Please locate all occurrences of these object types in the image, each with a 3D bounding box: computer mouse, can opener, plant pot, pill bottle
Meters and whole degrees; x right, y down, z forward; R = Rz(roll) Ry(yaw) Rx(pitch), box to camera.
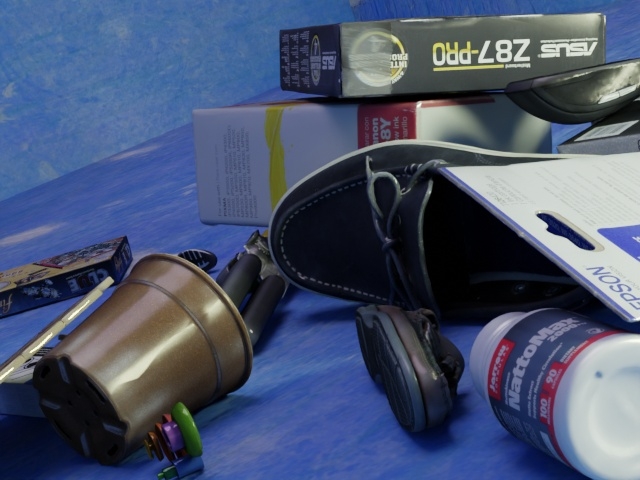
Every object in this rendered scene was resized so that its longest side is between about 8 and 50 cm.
[{"bbox_3d":[0.341,-0.165,1.495,0.262,0.060,0.184,-14,7,-23],"label":"computer mouse"},{"bbox_3d":[-0.093,0.070,1.679,0.095,0.076,0.283,-46,6,23],"label":"can opener"},{"bbox_3d":[-0.181,0.125,1.377,0.167,0.167,0.165,-5,26,44],"label":"plant pot"},{"bbox_3d":[0.184,0.108,1.047,0.108,0.108,0.180,-21,13,-16],"label":"pill bottle"}]

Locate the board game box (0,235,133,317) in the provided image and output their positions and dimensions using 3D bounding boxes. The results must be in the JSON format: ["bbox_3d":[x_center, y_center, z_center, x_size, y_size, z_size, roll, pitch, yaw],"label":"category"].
[{"bbox_3d":[-0.425,0.062,2.200,0.243,0.042,0.165,-16,13,5],"label":"board game box"}]

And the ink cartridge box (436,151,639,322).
[{"bbox_3d":[0.294,0.005,1.138,0.307,0.072,0.303,-9,26,-20],"label":"ink cartridge box"}]

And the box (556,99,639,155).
[{"bbox_3d":[0.401,-0.072,1.455,0.247,0.142,0.163,-7,17,46],"label":"box"}]

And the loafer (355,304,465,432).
[{"bbox_3d":[0.090,0.099,1.258,0.084,0.096,0.267,-12,10,-6],"label":"loafer"}]

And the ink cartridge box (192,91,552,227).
[{"bbox_3d":[0.062,-0.104,1.785,0.384,0.161,0.279,3,10,42],"label":"ink cartridge box"}]

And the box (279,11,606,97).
[{"bbox_3d":[0.135,-0.232,1.745,0.318,0.097,0.395,-2,7,-12],"label":"box"}]

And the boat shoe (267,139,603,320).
[{"bbox_3d":[0.124,-0.006,1.455,0.500,0.187,0.156,0,15,40],"label":"boat shoe"}]

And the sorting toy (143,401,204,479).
[{"bbox_3d":[-0.135,0.184,1.255,0.042,0.061,0.102,-22,-10,-17],"label":"sorting toy"}]

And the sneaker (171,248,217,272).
[{"bbox_3d":[-0.191,0.029,2.037,0.109,0.040,0.043,-7,14,36],"label":"sneaker"}]

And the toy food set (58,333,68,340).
[{"bbox_3d":[-0.234,0.116,1.613,0.077,0.019,0.122,1,-11,32],"label":"toy food set"}]

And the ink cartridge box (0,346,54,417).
[{"bbox_3d":[-0.300,0.161,1.601,0.207,0.046,0.097,-3,20,47],"label":"ink cartridge box"}]

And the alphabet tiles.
[{"bbox_3d":[-0.359,0.161,1.435,0.342,0.011,0.285,-45,8,-40],"label":"alphabet tiles"}]

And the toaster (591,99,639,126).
[{"bbox_3d":[0.410,-0.126,1.662,0.226,0.147,0.129,-14,12,16],"label":"toaster"}]

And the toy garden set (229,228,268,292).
[{"bbox_3d":[0.000,0.000,1.885,0.244,0.049,0.204,-13,13,19],"label":"toy garden set"}]
